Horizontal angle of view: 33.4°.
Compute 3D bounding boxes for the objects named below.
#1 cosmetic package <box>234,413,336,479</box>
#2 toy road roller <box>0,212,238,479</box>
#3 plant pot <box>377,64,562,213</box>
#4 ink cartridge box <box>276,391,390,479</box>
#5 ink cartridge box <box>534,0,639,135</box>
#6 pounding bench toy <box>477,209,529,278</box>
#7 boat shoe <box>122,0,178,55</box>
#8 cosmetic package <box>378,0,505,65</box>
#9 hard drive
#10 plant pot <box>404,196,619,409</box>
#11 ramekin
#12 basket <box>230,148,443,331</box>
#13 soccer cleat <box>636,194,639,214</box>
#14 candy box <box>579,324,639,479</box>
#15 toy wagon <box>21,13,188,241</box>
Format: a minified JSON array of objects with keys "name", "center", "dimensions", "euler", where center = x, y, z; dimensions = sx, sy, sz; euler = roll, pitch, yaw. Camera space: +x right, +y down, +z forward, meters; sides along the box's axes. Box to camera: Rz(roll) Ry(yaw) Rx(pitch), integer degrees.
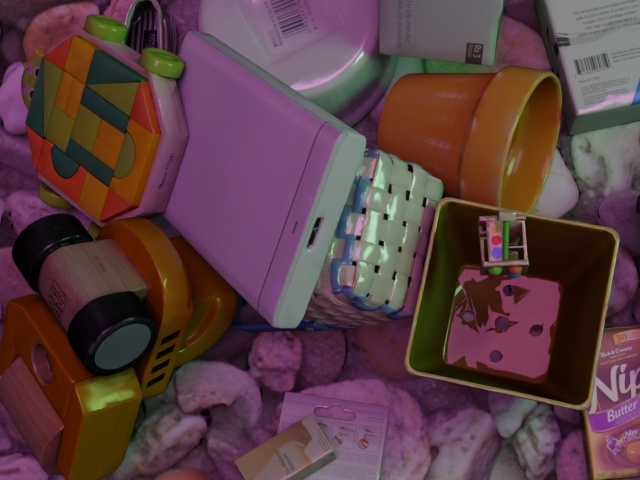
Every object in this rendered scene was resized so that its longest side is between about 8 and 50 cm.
[{"name":"cosmetic package","center":[-0.044,0.274,1.334],"dimensions":[0.115,0.041,0.060],"euler":[-31,64,-12]},{"name":"toy road roller","center":[-0.249,0.122,1.338],"dimensions":[0.202,0.241,0.329],"euler":[47,131,32]},{"name":"plant pot","center":[0.184,-0.134,1.366],"dimensions":[0.188,0.205,0.205],"euler":[18,80,26]},{"name":"ink cartridge box","center":[0.007,0.293,1.368],"dimensions":[0.146,0.045,0.179],"euler":[7,60,8]},{"name":"ink cartridge box","center":[0.382,-0.260,1.416],"dimensions":[0.148,0.086,0.203],"euler":[-12,76,3]},{"name":"pounding bench toy","center":[0.204,0.006,1.184],"dimensions":[0.052,0.083,0.065],"euler":[-3,77,5]},{"name":"boat shoe","center":[-0.251,-0.189,1.465],"dimensions":[0.109,0.094,0.302],"euler":[-2,77,6]},{"name":"cosmetic package","center":[0.178,-0.432,1.351],"dimensions":[0.156,0.217,0.385],"euler":[9,54,9]},{"name":"hard drive","center":[-0.096,-0.084,1.266],"dimensions":[0.353,0.047,0.233],"euler":[40,117,46]},{"name":"plant pot","center":[0.227,0.089,1.303],"dimensions":[0.212,0.187,0.212],"euler":[11,79,8]},{"name":"ramekin","center":[-0.034,-0.285,1.443],"dimensions":[0.277,0.135,0.277],"euler":[-1,77,5]},{"name":"basket","center":[0.000,0.000,1.342],"dimensions":[0.289,0.201,0.254],"euler":[4,78,44]},{"name":"soccer cleat","center":[0.483,0.073,1.306],"dimensions":[0.143,0.116,0.331],"euler":[8,71,-37]},{"name":"candy box","center":[0.378,0.202,1.331],"dimensions":[0.109,0.053,0.186],"euler":[-6,75,5]},{"name":"toy wagon","center":[-0.311,-0.160,1.413],"dimensions":[0.344,0.068,0.267],"euler":[34,113,32]}]
